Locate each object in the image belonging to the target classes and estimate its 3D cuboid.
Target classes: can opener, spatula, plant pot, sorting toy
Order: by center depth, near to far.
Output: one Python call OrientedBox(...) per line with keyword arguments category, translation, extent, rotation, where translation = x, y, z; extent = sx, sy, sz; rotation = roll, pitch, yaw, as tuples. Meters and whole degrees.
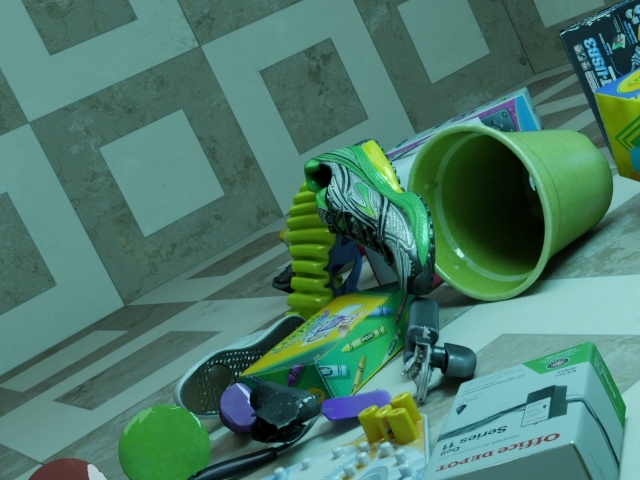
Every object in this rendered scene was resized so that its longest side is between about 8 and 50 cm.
OrientedBox(category="spatula", translation=(-0.042, 0.264, 1.374), extent=(0.297, 0.030, 0.084), rotation=(-26, 11, -3))
OrientedBox(category="can opener", translation=(0.155, 0.148, 1.426), extent=(0.093, 0.074, 0.280), rotation=(9, 12, -1))
OrientedBox(category="sorting toy", translation=(-0.245, 0.325, 1.474), extent=(0.366, 0.127, 0.126), rotation=(-27, -21, -23))
OrientedBox(category="plant pot", translation=(0.324, -0.070, 1.648), extent=(0.254, 0.276, 0.276), rotation=(-18, 2, -40))

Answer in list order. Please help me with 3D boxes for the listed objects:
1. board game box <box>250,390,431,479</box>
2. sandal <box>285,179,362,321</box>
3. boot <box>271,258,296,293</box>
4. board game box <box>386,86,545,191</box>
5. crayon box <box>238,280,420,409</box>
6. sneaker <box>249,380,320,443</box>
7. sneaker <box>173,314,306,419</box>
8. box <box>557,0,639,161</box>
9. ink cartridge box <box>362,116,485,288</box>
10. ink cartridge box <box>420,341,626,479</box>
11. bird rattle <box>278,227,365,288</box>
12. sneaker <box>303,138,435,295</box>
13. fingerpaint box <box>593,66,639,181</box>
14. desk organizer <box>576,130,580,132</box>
OrientedBox(category="board game box", translation=(-0.068, 0.315, 1.100), extent=(0.390, 0.050, 0.390), rotation=(-24, 9, 10))
OrientedBox(category="sandal", translation=(0.019, 0.028, 1.829), extent=(0.138, 0.317, 0.126), rotation=(-2, 11, -45))
OrientedBox(category="boot", translation=(0.000, 0.000, 2.004), extent=(0.263, 0.091, 0.228), rotation=(176, 113, -71))
OrientedBox(category="board game box", translation=(0.318, -0.145, 2.089), extent=(0.303, 0.224, 0.097), rotation=(-23, 8, 20))
OrientedBox(category="crayon box", translation=(0.026, 0.165, 1.587), extent=(0.165, 0.081, 0.278), rotation=(-18, 12, 41))
OrientedBox(category="sneaker", translation=(-0.066, 0.230, 1.364), extent=(0.089, 0.051, 0.170), rotation=(-29, 15, -36))
OrientedBox(category="sneaker", translation=(-0.139, 0.224, 1.706), extent=(0.290, 0.105, 0.123), rotation=(-25, -5, -43))
OrientedBox(category="box", translation=(0.658, -0.337, 2.017), extent=(0.293, 0.295, 0.073), rotation=(-24, 10, 17))
OrientedBox(category="ink cartridge box", translation=(0.209, -0.063, 1.917), extent=(0.306, 0.226, 0.131), rotation=(-32, 12, -39))
OrientedBox(category="ink cartridge box", translation=(0.193, 0.192, 0.958), extent=(0.153, 0.086, 0.208), rotation=(-23, 10, 24))
OrientedBox(category="bird rattle", translation=(0.031, 0.014, 2.112), extent=(0.254, 0.207, 0.143), rotation=(-31, 24, 31))
OrientedBox(category="sneaker", translation=(0.077, -0.026, 1.634), extent=(0.146, 0.134, 0.343), rotation=(-15, 41, -16))
OrientedBox(category="fingerpaint box", translation=(0.693, -0.225, 1.490), extent=(0.445, 0.163, 0.371), rotation=(-27, 21, -10))
OrientedBox(category="desk organizer", translation=(0.544, -0.209, 2.395), extent=(0.130, 0.047, 0.050), rotation=(-19, 9, 36))
